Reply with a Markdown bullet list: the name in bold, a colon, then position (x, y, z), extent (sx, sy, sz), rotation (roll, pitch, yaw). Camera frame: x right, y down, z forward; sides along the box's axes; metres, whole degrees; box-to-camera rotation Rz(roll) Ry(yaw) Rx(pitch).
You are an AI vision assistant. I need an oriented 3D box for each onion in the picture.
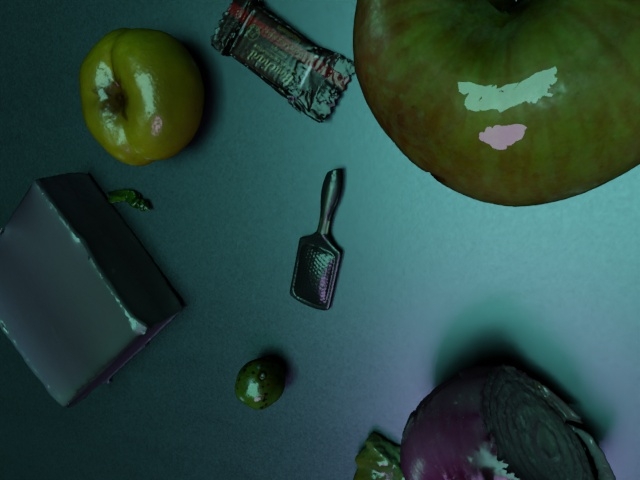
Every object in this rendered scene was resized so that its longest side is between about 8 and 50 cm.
- **onion**: position (0.183, 0.246, 0.533), extent (0.207, 0.200, 0.200), rotation (20, 116, -14)

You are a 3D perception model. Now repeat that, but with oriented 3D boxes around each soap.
- **soap**: position (-0.404, 0.089, 0.813), extent (0.296, 0.107, 0.285), rotation (-39, 85, 30)

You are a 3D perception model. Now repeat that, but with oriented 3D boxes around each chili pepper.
- **chili pepper**: position (-0.292, -0.063, 0.765), extent (0.083, 0.022, 0.027), rotation (16, 77, 23)

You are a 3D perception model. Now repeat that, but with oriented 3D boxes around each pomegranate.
- **pomegranate**: position (-0.083, 0.200, 0.713), extent (0.073, 0.084, 0.073), rotation (0, 87, 3)

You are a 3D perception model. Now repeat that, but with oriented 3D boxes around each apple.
- **apple**: position (0.162, -0.156, 0.397), extent (0.264, 0.264, 0.264), rotation (7, 107, 25)

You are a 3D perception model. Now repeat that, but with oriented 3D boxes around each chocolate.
- **chocolate**: position (-0.048, -0.220, 0.595), extent (0.182, 0.028, 0.086), rotation (36, 110, 12)

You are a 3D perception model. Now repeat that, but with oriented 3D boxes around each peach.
- **peach**: position (-0.234, -0.185, 0.654), extent (0.179, 0.103, 0.179), rotation (6, 102, 27)

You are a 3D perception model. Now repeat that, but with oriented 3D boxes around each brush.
- **brush**: position (0.000, 0.000, 0.636), extent (0.063, 0.016, 0.193), rotation (19, 112, 20)

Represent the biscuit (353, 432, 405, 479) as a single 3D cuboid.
- **biscuit**: position (0.158, 0.387, 0.654), extent (0.273, 0.036, 0.187), rotation (19, 112, 21)
